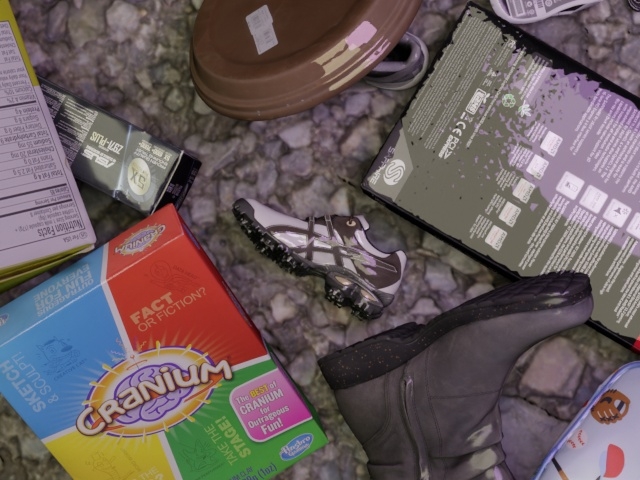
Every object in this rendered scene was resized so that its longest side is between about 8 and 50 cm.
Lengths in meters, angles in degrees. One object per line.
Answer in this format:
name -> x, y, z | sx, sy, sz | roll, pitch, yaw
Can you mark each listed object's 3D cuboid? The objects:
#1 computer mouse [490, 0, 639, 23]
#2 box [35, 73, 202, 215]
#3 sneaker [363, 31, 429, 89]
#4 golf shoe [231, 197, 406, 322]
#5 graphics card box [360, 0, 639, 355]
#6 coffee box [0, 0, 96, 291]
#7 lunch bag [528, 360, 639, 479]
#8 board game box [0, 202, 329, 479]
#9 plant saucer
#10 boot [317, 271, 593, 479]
computer mouse -> 0.265, -0.278, 1.876 | 0.193, 0.042, 0.106 | -14, 92, -10
box -> -0.227, -0.094, 1.853 | 0.180, 0.147, 0.078 | 28, 89, 3
sneaker -> 0.001, -0.213, 1.850 | 0.228, 0.132, 0.086 | 6, 89, 3
golf shoe -> 0.000, 0.000, 1.880 | 0.198, 0.077, 0.094 | 34, 79, -3
graphics card box -> 0.254, -0.059, 1.850 | 0.371, 0.094, 0.233 | 30, 90, 3
coffee box -> -0.488, -0.061, 1.712 | 0.337, 0.338, 0.334 | -25, 85, 42
lunch bag -> 0.314, 0.288, 1.706 | 0.243, 0.115, 0.303 | 35, 87, 20
board game box -> -0.169, 0.148, 1.795 | 0.242, 0.064, 0.316 | -32, 124, 2
plant saucer -> -0.021, -0.240, 1.809 | 0.278, 0.041, 0.278 | -19, 46, 21
boot -> 0.167, 0.173, 1.794 | 0.338, 0.118, 0.223 | -24, 86, 40
